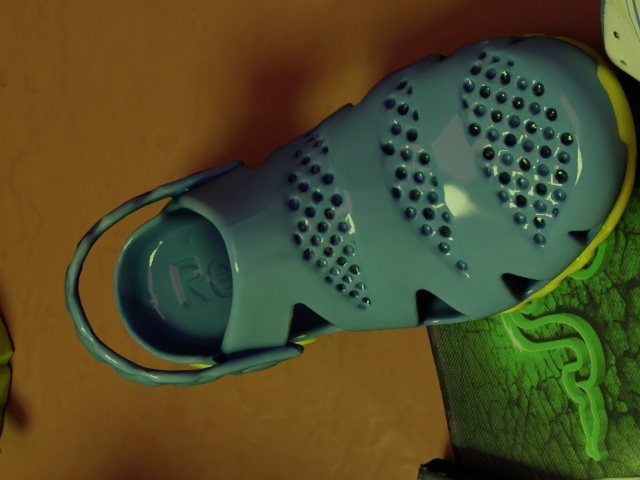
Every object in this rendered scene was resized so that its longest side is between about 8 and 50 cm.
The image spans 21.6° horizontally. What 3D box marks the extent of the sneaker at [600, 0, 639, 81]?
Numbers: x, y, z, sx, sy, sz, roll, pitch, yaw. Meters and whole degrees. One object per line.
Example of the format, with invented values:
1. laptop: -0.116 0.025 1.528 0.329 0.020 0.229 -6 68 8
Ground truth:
1. sneaker: 0.188 -0.082 0.679 0.131 0.112 0.296 -34 78 51

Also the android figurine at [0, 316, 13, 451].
1. android figurine: -0.291 0.057 1.034 0.273 0.056 0.248 50 121 17

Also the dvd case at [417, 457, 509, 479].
1. dvd case: 0.116 0.248 0.818 0.180 0.022 0.253 14 107 31

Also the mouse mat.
1. mouse mat: 0.113 0.025 0.791 0.152 0.007 0.190 -12 92 34

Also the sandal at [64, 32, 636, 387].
1. sandal: 0.000 0.000 0.777 0.317 0.138 0.126 -27 81 35
